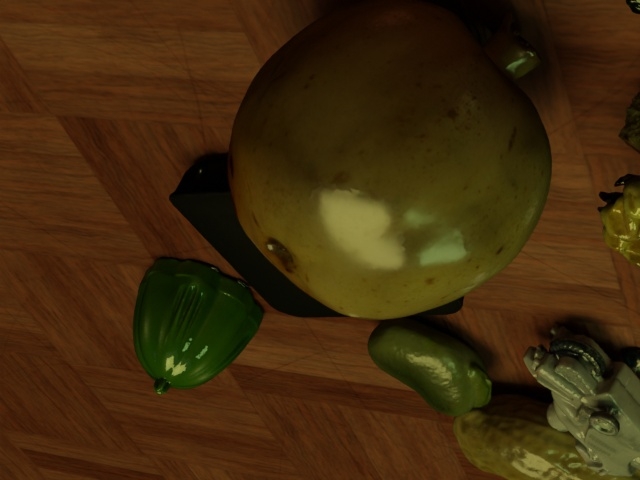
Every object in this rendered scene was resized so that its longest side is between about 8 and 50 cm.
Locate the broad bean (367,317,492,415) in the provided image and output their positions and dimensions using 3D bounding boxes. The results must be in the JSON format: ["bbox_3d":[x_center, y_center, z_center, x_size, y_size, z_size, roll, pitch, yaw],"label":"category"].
[{"bbox_3d":[0.146,0.167,1.947,0.174,0.082,0.124,32,148,-19],"label":"broad bean"}]

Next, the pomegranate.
[{"bbox_3d":[0.071,-0.088,1.375,0.319,0.319,0.319,16,150,10],"label":"pomegranate"}]

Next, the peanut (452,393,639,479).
[{"bbox_3d":[0.323,0.293,1.988,0.305,0.147,0.147,23,151,1],"label":"peanut"}]

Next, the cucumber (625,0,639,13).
[{"bbox_3d":[0.347,-0.207,1.226,0.187,0.058,0.058,10,149,18],"label":"cucumber"}]

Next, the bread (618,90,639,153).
[{"bbox_3d":[0.354,-0.113,1.341,0.125,0.086,0.156,21,153,-6],"label":"bread"}]

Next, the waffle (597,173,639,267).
[{"bbox_3d":[0.413,-0.026,1.371,0.329,0.062,0.329,-3,159,-1],"label":"waffle"}]

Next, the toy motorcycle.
[{"bbox_3d":[0.347,0.215,1.858,0.260,0.110,0.171,46,148,-19],"label":"toy motorcycle"}]

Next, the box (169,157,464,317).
[{"bbox_3d":[0.000,0.000,1.780,0.290,0.073,0.289,-4,142,37],"label":"box"}]

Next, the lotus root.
[{"bbox_3d":[-0.190,0.139,2.040,0.186,0.186,0.186,16,150,10],"label":"lotus root"}]
